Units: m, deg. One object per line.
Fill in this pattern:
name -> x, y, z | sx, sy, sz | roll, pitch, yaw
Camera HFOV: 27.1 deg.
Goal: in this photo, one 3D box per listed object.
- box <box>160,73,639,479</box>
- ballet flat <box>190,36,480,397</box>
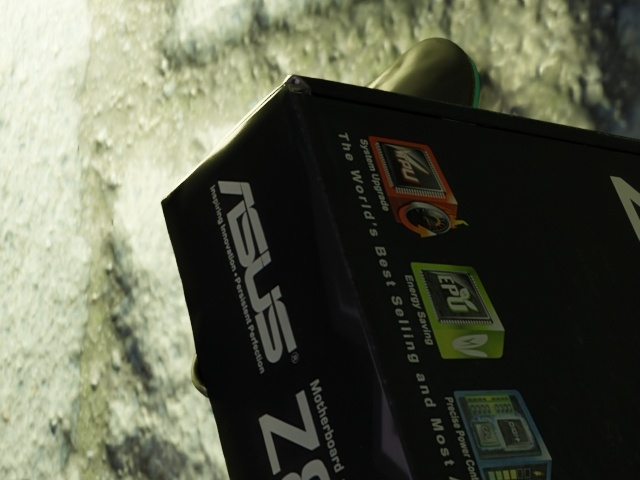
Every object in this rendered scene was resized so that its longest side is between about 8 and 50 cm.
box -> 0.135, 0.146, 0.468 | 0.097, 0.318, 0.395 | -39, 57, 39
ballet flat -> 0.000, 0.000, 0.812 | 0.095, 0.096, 0.280 | 48, 121, 41
